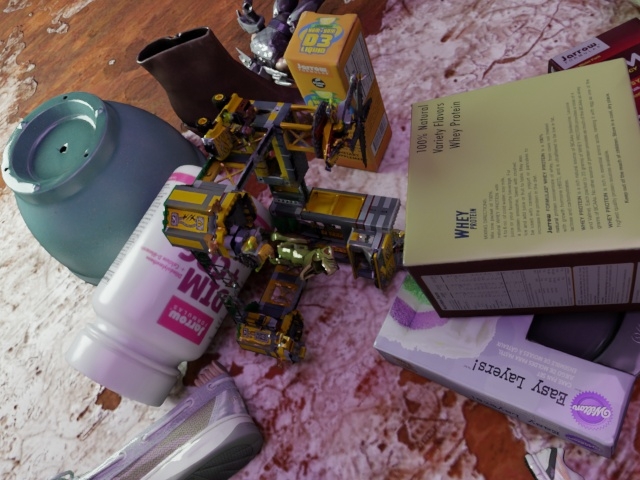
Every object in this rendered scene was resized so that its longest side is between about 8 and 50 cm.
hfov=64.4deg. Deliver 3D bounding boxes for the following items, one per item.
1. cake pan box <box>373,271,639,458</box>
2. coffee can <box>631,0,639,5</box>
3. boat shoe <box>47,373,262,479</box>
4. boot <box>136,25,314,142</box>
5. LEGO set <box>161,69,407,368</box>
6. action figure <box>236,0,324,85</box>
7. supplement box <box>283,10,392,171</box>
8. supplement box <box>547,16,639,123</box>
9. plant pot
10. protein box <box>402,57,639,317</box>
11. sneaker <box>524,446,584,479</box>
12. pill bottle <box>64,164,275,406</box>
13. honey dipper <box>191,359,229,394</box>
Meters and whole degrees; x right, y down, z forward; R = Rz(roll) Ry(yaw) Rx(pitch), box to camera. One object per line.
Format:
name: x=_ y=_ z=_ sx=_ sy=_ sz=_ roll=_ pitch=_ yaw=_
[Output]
cake pan box: x=0.226 y=0.065 z=0.563 sx=0.266 sy=0.070 sz=0.246 roll=18 pitch=73 yaw=36
coffee can: x=0.490 y=-0.315 z=0.567 sx=0.201 sy=0.202 sz=0.276 roll=-17 pitch=44 yaw=10
boat shoe: x=-0.225 y=0.283 z=0.602 sx=0.320 sy=0.118 sz=0.103 roll=-33 pitch=53 yaw=-4
boot: x=-0.117 y=-0.229 z=0.761 sx=0.248 sy=0.207 sz=0.090 roll=-9 pitch=62 yaw=14
LEGO set: x=0.000 y=0.000 z=0.569 sx=0.192 sy=0.331 sz=0.255 roll=10 pitch=48 yaw=20
action figure: x=-0.056 y=-0.378 z=0.858 sx=0.185 sy=0.099 sz=0.285 roll=37 pitch=99 yaw=26
supplement box: x=0.032 y=-0.186 z=0.675 sx=0.078 sy=0.233 sz=0.080 roll=15 pitch=70 yaw=24
supplement box: x=0.401 y=-0.161 z=0.617 sx=0.130 sy=0.073 sz=0.240 roll=-26 pitch=51 yaw=3
plant pot: x=-0.341 y=-0.097 z=0.778 sx=0.292 sy=0.196 sz=0.293 roll=-7 pitch=63 yaw=15
protein box: x=0.202 y=-0.041 z=0.510 sx=0.201 sy=0.136 sz=0.200 roll=-6 pitch=59 yaw=25
sneaker: x=0.248 y=0.255 z=0.497 sx=0.043 sy=0.040 sz=0.109 roll=-28 pitch=60 yaw=1
pill bottle: x=-0.193 y=0.057 z=0.672 sx=0.160 sy=0.160 sz=0.283 roll=21 pitch=73 yaw=26
honey dipper: x=-0.183 y=0.227 z=0.662 sx=0.030 sy=0.030 sz=0.161 roll=37 pitch=83 yaw=29
